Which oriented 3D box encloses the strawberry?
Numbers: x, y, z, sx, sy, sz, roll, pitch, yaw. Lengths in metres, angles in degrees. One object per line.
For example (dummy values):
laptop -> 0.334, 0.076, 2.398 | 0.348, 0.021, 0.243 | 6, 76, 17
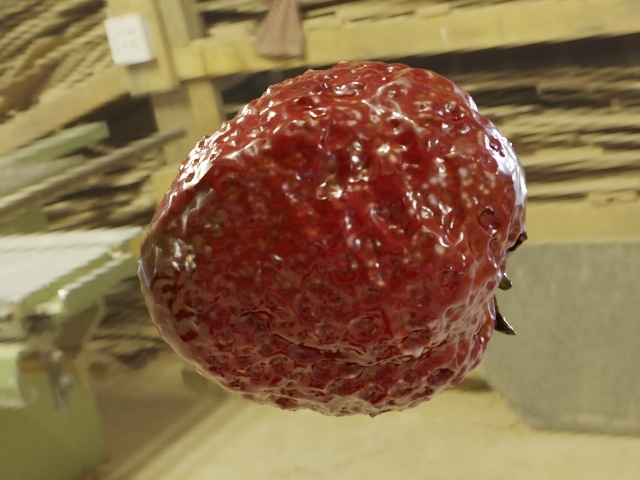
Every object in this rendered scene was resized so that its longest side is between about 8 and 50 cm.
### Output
strawberry -> 0.000, 0.000, 0.849 | 0.277, 0.257, 0.257 | -5, 5, -44
